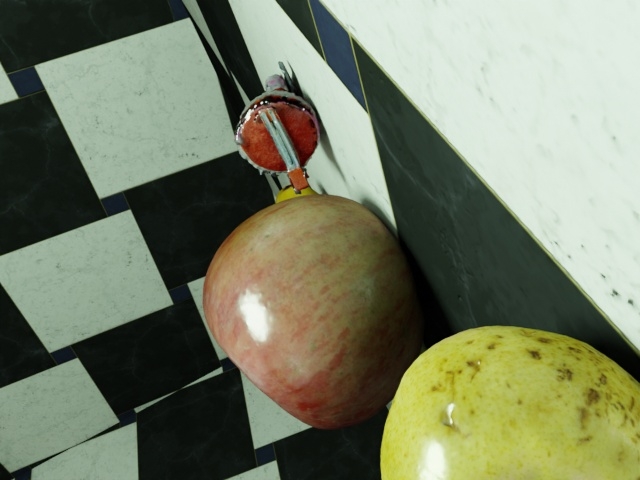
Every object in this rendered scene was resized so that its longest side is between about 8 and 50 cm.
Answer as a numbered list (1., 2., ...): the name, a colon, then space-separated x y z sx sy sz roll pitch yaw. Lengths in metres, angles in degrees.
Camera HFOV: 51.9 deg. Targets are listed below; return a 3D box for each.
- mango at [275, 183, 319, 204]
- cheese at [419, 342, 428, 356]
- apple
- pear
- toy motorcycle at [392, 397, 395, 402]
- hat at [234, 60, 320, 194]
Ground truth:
1. mango: 0.000 0.000 1.291 0.253 0.113 0.138 56 161 7
2. cheese: 0.189 0.245 1.081 0.192 0.038 0.097 61 177 17
3. apple: 0.005 0.084 0.897 0.345 0.269 0.345 44 174 6
4. pear: 0.118 0.131 0.396 0.178 0.178 0.178 61 176 8
5. toy motorcycle: 0.200 0.367 1.230 0.193 0.124 0.061 58 -147 5
6. hat: -0.058 -0.192 1.012 0.140 0.129 0.227 40 -155 -27
